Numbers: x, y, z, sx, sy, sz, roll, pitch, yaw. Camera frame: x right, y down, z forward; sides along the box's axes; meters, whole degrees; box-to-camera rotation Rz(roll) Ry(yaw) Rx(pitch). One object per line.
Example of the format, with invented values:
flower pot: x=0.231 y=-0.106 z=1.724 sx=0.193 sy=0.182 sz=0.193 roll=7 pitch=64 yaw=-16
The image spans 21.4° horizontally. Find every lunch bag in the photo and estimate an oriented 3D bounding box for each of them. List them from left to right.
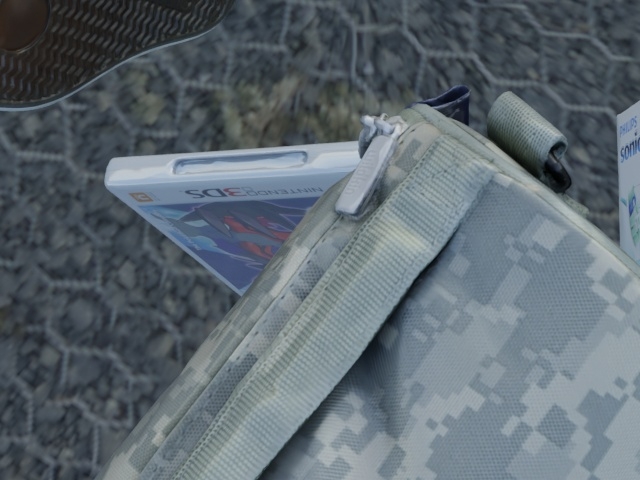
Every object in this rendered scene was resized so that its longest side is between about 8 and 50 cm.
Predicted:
lunch bag: x=0.022 y=0.129 z=0.595 sx=0.305 sy=0.212 sz=0.256 roll=-51 pitch=140 yaw=-9

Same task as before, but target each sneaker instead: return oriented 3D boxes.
sneaker: x=-0.186 y=-0.162 z=1.103 sx=0.123 sy=0.290 sz=0.106 roll=30 pitch=119 yaw=27

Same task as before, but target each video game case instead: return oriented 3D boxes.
video game case: x=0.000 y=0.000 z=1.009 sx=0.183 sy=0.201 sz=0.023 roll=-2 pitch=64 yaw=30

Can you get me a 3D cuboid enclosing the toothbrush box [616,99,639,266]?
toothbrush box: x=0.335 y=0.041 z=1.223 sx=0.216 sy=0.126 sz=0.295 roll=-1 pitch=84 yaw=-6
